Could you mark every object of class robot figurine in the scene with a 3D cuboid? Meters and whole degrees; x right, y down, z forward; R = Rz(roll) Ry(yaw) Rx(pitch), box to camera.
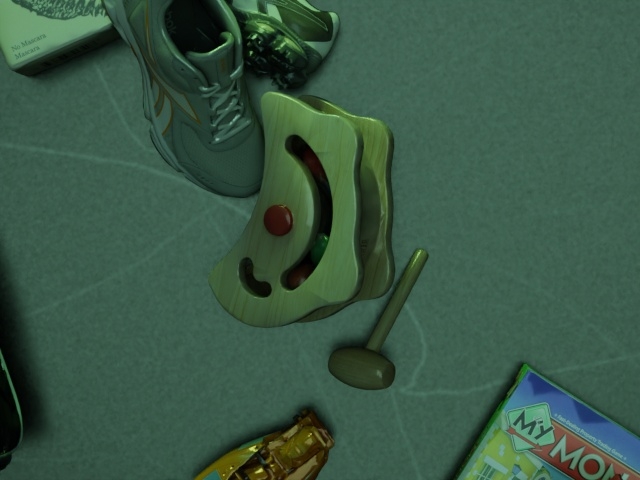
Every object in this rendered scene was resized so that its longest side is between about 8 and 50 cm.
[{"bbox_3d":[-0.082,0.299,1.603,0.291,0.085,0.211,-38,89,1],"label":"robot figurine"}]

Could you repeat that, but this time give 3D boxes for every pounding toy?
[{"bbox_3d":[0.000,0.000,1.599,0.154,0.155,0.269,1,93,28],"label":"pounding toy"}]

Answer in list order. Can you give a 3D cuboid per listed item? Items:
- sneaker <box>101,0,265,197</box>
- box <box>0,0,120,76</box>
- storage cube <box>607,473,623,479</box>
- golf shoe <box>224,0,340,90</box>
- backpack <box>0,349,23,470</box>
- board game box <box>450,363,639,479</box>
[{"bbox_3d":[-0.105,-0.142,1.537,0.099,0.121,0.262,-37,119,-20],"label":"sneaker"},{"bbox_3d":[-0.283,-0.297,1.589,0.113,0.094,0.275,-25,91,1],"label":"box"},{"bbox_3d":[0.232,0.342,1.493,0.193,0.215,0.184,-33,91,8],"label":"storage cube"},{"bbox_3d":[-0.071,-0.226,1.607,0.198,0.077,0.094,40,65,6],"label":"golf shoe"},{"bbox_3d":[-0.397,0.096,1.534,0.191,0.225,0.253,-9,92,32],"label":"backpack"},{"bbox_3d":[0.268,0.290,1.616,0.317,0.046,0.213,32,92,0],"label":"board game box"}]
